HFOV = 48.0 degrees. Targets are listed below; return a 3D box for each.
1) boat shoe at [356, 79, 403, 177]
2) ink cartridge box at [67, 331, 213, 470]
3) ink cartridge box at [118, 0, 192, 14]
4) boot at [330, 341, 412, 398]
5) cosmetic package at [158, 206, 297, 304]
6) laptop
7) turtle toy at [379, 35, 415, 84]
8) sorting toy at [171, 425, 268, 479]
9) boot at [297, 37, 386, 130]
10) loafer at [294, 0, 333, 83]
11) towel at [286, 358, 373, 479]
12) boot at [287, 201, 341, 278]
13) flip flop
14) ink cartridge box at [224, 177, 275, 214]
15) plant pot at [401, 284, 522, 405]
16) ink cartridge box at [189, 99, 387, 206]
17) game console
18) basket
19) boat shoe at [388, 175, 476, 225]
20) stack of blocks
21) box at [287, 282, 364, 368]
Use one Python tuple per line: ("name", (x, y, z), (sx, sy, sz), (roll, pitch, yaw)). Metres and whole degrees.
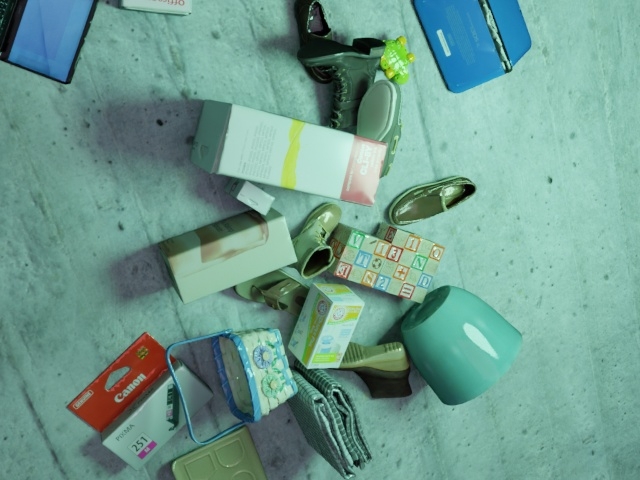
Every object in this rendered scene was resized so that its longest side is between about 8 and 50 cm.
("boat shoe", (0.152, -0.275, 1.818), (0.091, 0.109, 0.305), (-20, 140, -33))
("ink cartridge box", (-0.449, 0.405, 1.815), (0.275, 0.060, 0.239), (-44, 115, -6))
("ink cartridge box", (-0.363, -0.610, 1.585), (0.154, 0.093, 0.212), (-1, 101, -21))
("boot", (0.131, 0.379, 2.016), (0.249, 0.090, 0.206), (-6, 128, 6))
("cosmetic package", (-0.228, 0.029, 1.760), (0.296, 0.153, 0.129), (-21, 110, -17))
("laptop", (-0.612, -0.477, 1.494), (0.137, 0.264, 0.234), (21, 94, 12))
("turtle toy", (0.190, -0.459, 1.853), (0.095, 0.066, 0.130), (-37, 113, -8))
("sorting toy", (-0.258, 0.678, 1.969), (0.229, 0.041, 0.307), (-24, 110, -19))
("boot", (0.052, -0.373, 1.769), (0.263, 0.091, 0.228), (-12, 130, -28))
("loafer", (-0.009, -0.488, 1.759), (0.080, 0.078, 0.220), (-24, 112, -15))
("towel", (0.020, 0.466, 1.919), (0.121, 0.235, 0.283), (-31, 112, -19))
("boot", (0.000, 0.000, 1.834), (0.213, 0.165, 0.077), (-47, 114, -6))
("flip flop", (-0.097, 0.144, 1.875), (0.277, 0.080, 0.112), (29, 95, -28))
("ink cartridge box", (-0.175, -0.112, 1.762), (0.089, 0.122, 0.052), (31, 90, -25))
("plant pot", (0.365, 0.267, 1.989), (0.293, 0.293, 0.235), (-44, 97, -7))
("ink cartridge box", (-0.082, -0.207, 1.689), (0.385, 0.279, 0.160), (10, 98, -23))
("game console", (0.415, -0.586, 1.934), (0.250, 0.173, 0.293), (-21, 112, 17))
("basket", (-0.222, 0.338, 1.799), (0.289, 0.201, 0.254), (-19, 93, -25))
("boat shoe", (0.310, -0.111, 1.968), (0.258, 0.095, 0.095), (-27, 111, -13))
("stack of blocks", (0.172, 0.043, 1.945), (0.297, 0.087, 0.171), (19, 97, -27))
("box", (0.014, 0.223, 1.887), (0.114, 0.103, 0.203), (6, 113, -39))
